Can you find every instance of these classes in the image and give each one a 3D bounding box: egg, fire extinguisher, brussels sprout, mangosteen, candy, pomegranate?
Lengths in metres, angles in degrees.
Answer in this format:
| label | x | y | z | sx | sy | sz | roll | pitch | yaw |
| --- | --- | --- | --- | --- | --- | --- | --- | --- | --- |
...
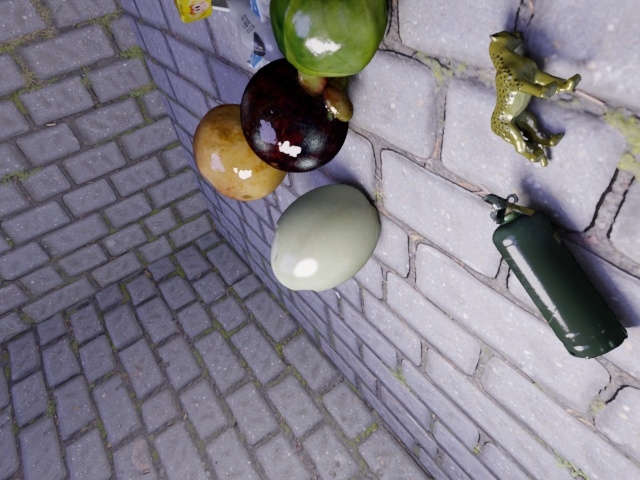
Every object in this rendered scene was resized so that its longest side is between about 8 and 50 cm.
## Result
| label | x | y | z | sx | sy | sz | roll | pitch | yaw |
| --- | --- | --- | --- | --- | --- | --- | --- | --- | --- |
| egg | 0.000 | 0.000 | 1.176 | 0.278 | 0.336 | 0.278 | 48 | 163 | 20 |
| fire extinguisher | 0.377 | 0.046 | 0.684 | 0.095 | 0.114 | 0.311 | -36 | 83 | 40 |
| brussels sprout | 0.008 | -0.431 | 0.734 | 0.219 | 0.210 | 0.271 | 35 | -136 | -81 |
| mangosteen | -0.049 | -0.303 | 0.965 | 0.288 | 0.288 | 0.288 | 47 | 157 | 28 |
| candy | -0.361 | -0.706 | 0.992 | 0.146 | 0.088 | 0.276 | -165 | 53 | -76 |
| pomegranate | -0.277 | -0.289 | 1.401 | 0.338 | 0.338 | 0.338 | 47 | 157 | 28 |

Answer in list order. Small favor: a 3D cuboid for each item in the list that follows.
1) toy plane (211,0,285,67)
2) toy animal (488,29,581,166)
| label | x | y | z | sx | sy | sz | roll | pitch | yaw |
| --- | --- | --- | --- | --- | --- | --- | --- | --- | --- |
| toy plane | -0.174 | -0.571 | 1.071 | 0.267 | 0.123 | 0.266 | 45 | 157 | 25 |
| toy animal | 0.295 | -0.200 | 0.604 | 0.136 | 0.073 | 0.181 | 52 | 172 | 39 |
